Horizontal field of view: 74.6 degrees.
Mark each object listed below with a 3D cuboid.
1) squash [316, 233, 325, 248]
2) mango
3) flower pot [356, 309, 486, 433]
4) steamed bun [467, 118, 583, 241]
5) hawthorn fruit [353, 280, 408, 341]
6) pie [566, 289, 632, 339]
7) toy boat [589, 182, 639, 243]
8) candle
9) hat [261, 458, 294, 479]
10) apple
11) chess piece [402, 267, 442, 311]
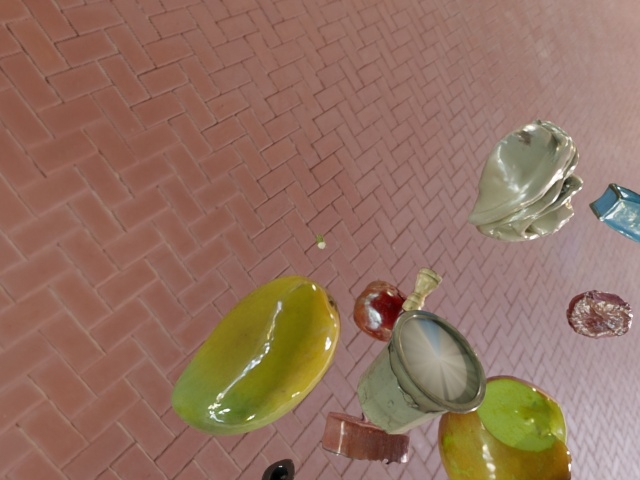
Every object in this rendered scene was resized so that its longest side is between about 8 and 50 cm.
[{"bbox_3d":[0.000,0.000,1.500,0.027,0.083,0.028,-3,116,-5],"label":"squash"},{"bbox_3d":[-0.064,0.118,0.432,0.194,0.130,0.092,-32,141,-3],"label":"mango"},{"bbox_3d":[0.178,0.281,0.835,0.212,0.203,0.212,24,35,-18],"label":"flower pot"},{"bbox_3d":[0.574,-0.139,1.126,0.309,0.219,0.324,-25,139,-38],"label":"steamed bun"},{"bbox_3d":[0.211,0.224,1.245,0.181,0.235,0.181,-38,138,-46],"label":"hawthorn fruit"},{"bbox_3d":[0.732,0.198,1.104,0.154,0.153,0.038,61,33,-11],"label":"pie"},{"bbox_3d":[0.582,-0.037,0.745,0.185,0.075,0.077,28,41,8],"label":"toy boat"},{"bbox_3d":[0.145,0.619,1.336,0.287,0.317,0.132,12,72,10],"label":"candle"},{"bbox_3d":[-0.108,0.681,1.191,0.121,0.121,0.050,-52,122,-32],"label":"hat"},{"bbox_3d":[0.534,0.589,1.189,0.384,0.374,0.374,-37,107,7],"label":"apple"},{"bbox_3d":[0.269,0.139,1.128,0.066,0.066,0.122,40,78,-24],"label":"chess piece"}]
